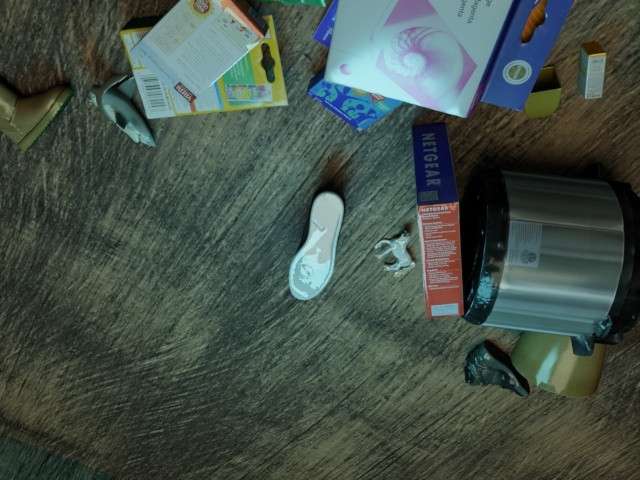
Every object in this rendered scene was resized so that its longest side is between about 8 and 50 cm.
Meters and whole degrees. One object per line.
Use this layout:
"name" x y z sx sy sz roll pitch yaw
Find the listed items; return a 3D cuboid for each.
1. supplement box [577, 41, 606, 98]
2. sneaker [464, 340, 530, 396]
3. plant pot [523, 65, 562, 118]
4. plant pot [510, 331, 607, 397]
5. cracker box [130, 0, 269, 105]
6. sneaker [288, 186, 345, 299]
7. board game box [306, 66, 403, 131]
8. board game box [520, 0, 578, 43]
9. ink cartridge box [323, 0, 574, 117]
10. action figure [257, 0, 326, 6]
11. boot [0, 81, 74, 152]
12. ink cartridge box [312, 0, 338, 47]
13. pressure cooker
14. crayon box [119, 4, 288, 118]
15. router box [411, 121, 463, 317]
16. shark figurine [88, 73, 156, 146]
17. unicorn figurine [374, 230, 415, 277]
"supplement box" 0.565 -0.353 1.355 0.036 0.062 0.098 -5 128 8
"sneaker" 0.517 0.401 1.938 0.227 0.087 0.130 38 124 -18
"plant pot" 0.467 -0.309 1.391 0.081 0.081 0.083 -8 137 11
"plant pot" 0.664 0.242 1.731 0.237 0.237 0.254 12 114 -4
"cracker box" -0.239 -0.399 1.288 0.232 0.067 0.156 -33 117 26
"sneaker" 0.000 0.000 1.616 0.105 0.147 0.295 17 111 2
"board game box" 0.095 -0.332 1.375 0.160 0.047 0.210 31 145 -23
"board game box" 0.248 -0.547 1.046 0.356 0.356 0.356 35 124 -21
"ink cartridge box" 0.190 -0.335 0.933 0.330 0.071 0.324 15 138 2
"action figure" -0.111 -0.522 1.287 0.232 0.063 0.137 -2 129 11
"boot" -0.728 -0.347 1.468 0.236 0.089 0.269 -36 116 28
"ink cartridge box" 0.111 -0.425 1.323 0.208 0.045 0.206 25 142 -13
"pressure cooker" 0.536 0.039 1.468 0.420 0.375 0.369 6 125 2
"crayon box" -0.237 -0.381 1.396 0.323 0.083 0.203 -3 127 9
"router box" 0.259 -0.052 1.449 0.082 0.335 0.301 -5 126 9
"shark figurine" -0.446 -0.321 1.435 0.166 0.278 0.116 40 84 10
"unicorn figurine" 0.199 0.027 1.697 0.111 0.060 0.162 -21 139 19
